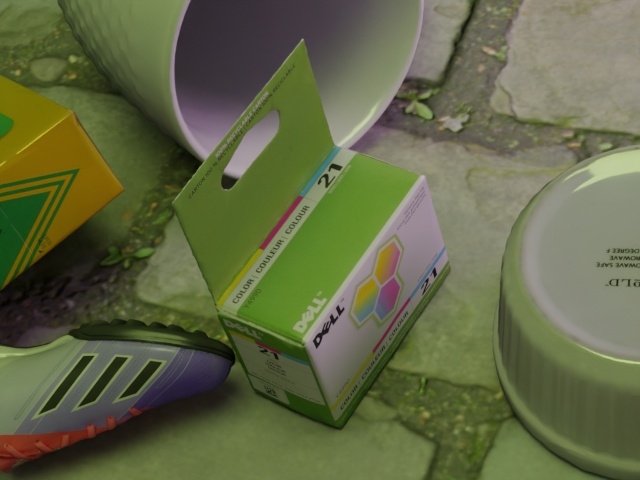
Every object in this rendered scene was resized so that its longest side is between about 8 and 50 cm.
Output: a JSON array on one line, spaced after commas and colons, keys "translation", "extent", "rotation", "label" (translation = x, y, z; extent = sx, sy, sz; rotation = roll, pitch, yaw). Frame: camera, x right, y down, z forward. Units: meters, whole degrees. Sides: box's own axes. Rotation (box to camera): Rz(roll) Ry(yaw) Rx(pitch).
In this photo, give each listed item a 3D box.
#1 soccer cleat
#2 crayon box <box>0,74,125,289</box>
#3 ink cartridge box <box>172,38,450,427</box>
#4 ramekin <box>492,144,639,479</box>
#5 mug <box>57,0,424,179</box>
[{"translation": [-0.224, 0.139, 1.218], "extent": [0.318, 0.108, 0.116], "rotation": [-6, 67, 12], "label": "soccer cleat"}, {"translation": [-0.399, -0.030, 1.326], "extent": [0.313, 0.106, 0.363], "rotation": [-40, 35, -17], "label": "crayon box"}, {"translation": [0.000, 0.000, 1.154], "extent": [0.097, 0.255, 0.189], "rotation": [22, 61, 29], "label": "ink cartridge box"}, {"translation": [0.264, 0.043, 1.131], "extent": [0.273, 0.127, 0.273], "rotation": [-8, 51, 9], "label": "ramekin"}, {"translation": [-0.070, -0.255, 1.398], "extent": [0.374, 0.276, 0.328], "rotation": [-12, 34, -34], "label": "mug"}]
